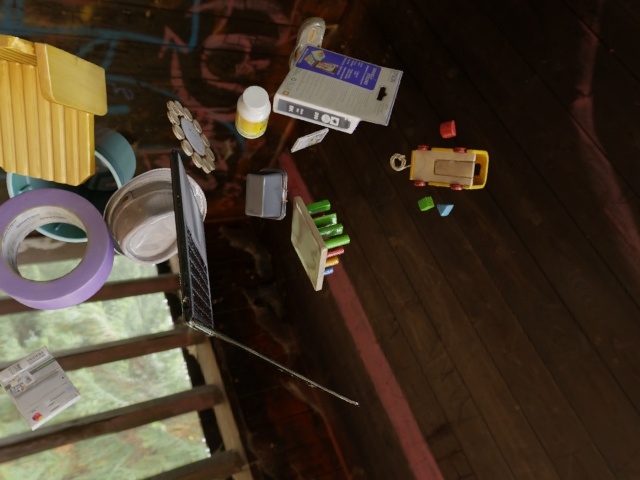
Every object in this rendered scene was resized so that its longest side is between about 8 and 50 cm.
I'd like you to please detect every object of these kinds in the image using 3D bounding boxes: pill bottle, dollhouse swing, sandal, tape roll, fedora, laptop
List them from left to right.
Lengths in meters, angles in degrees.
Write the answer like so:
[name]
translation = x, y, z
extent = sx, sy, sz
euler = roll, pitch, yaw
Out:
[dollhouse swing]
translation = -0.733, -0.301, 1.254
extent = 0.315, 0.346, 0.305
euler = -30, 132, -80
[tape roll]
translation = -0.444, 0.015, 0.874
extent = 0.080, 0.188, 0.189
euler = 129, -53, -67
[fedora]
translation = -0.414, -0.040, 1.358
extent = 0.124, 0.275, 0.244
euler = 52, -7, 50
[pill bottle]
translation = -0.238, -0.454, 1.873
extent = 0.208, 0.117, 0.118
euler = 130, -53, -71
[laptop]
translation = -0.108, 0.090, 0.947
extent = 0.382, 0.236, 0.408
euler = 119, -36, -75
[sandal]
translation = -0.026, -0.481, 1.379
extent = 0.219, 0.090, 0.060
euler = 120, -48, -62

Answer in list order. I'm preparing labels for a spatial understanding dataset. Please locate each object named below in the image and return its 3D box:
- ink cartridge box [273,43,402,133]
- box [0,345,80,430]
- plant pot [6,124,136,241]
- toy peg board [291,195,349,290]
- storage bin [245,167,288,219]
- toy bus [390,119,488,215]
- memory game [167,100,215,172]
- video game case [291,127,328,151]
[ink cartridge box]
translation = 0.040, -0.286, 1.011
extent = 0.045, 0.208, 0.206
euler = 102, 6, -47
[box]
translation = -0.800, 0.416, 1.510
extent = 0.186, 0.145, 0.038
euler = 47, -36, 12
[plant pot]
translation = -0.779, -0.218, 1.754
extent = 0.334, 0.341, 0.341
euler = -97, -165, -64
[toy peg board]
translation = 0.000, 0.000, 1.217
extent = 0.161, 0.079, 0.161
euler = 97, -28, -51
[storage bin]
translation = -0.142, -0.118, 1.378
extent = 0.098, 0.091, 0.135
euler = 9, -78, 25
[toy bus]
translation = 0.305, -0.178, 1.295
extent = 0.191, 0.104, 0.202
euler = -44, -113, 35
[memory game]
translation = -0.300, -0.241, 1.237
extent = 0.186, 0.012, 0.186
euler = 61, 10, -19
[video game case]
translation = -0.037, -0.346, 1.831
extent = 0.011, 0.122, 0.087
euler = 62, -25, 7
